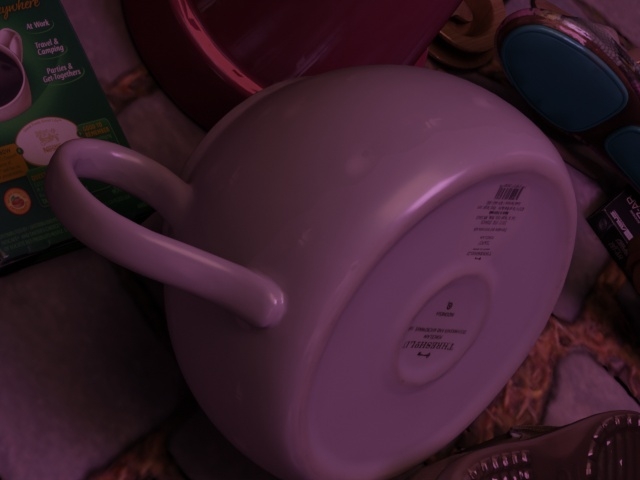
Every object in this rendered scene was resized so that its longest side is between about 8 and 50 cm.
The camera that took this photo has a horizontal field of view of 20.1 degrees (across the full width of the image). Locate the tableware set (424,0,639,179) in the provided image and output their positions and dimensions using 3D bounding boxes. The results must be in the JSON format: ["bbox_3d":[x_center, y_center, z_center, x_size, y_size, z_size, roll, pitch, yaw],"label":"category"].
[{"bbox_3d":[0.140,-0.138,1.249,0.194,0.039,0.128,27,55,-23],"label":"tableware set"}]

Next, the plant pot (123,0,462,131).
[{"bbox_3d":[0.007,-0.174,1.079,0.201,0.180,0.201,15,60,-28],"label":"plant pot"}]

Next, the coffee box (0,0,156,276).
[{"bbox_3d":[-0.176,-0.077,0.991,0.113,0.040,0.184,-22,82,-41],"label":"coffee box"}]

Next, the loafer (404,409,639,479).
[{"bbox_3d":[0.125,0.153,1.064,0.268,0.092,0.102,8,77,-51],"label":"loafer"}]

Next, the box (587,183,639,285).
[{"bbox_3d":[0.232,0.001,1.262,0.067,0.018,0.083,-35,91,-42],"label":"box"}]

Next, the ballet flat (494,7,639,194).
[{"bbox_3d":[0.201,-0.097,1.223,0.221,0.077,0.079,38,48,-24],"label":"ballet flat"}]

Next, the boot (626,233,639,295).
[{"bbox_3d":[0.281,0.149,1.160,0.236,0.089,0.270,30,53,-36],"label":"boot"}]

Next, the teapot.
[{"bbox_3d":[0.000,0.000,0.985,0.252,0.256,0.187,-39,56,-20],"label":"teapot"}]
